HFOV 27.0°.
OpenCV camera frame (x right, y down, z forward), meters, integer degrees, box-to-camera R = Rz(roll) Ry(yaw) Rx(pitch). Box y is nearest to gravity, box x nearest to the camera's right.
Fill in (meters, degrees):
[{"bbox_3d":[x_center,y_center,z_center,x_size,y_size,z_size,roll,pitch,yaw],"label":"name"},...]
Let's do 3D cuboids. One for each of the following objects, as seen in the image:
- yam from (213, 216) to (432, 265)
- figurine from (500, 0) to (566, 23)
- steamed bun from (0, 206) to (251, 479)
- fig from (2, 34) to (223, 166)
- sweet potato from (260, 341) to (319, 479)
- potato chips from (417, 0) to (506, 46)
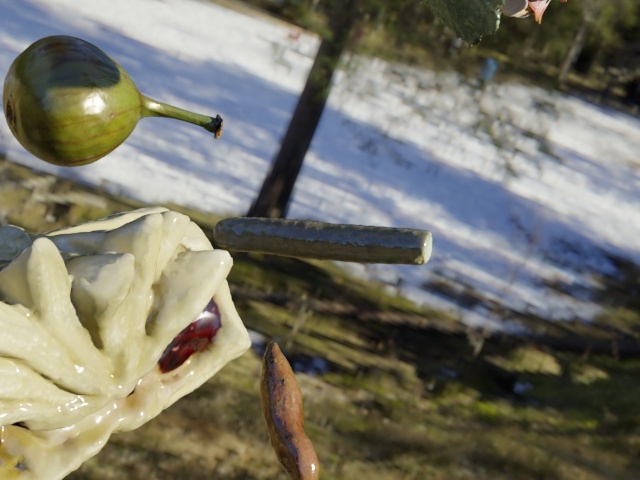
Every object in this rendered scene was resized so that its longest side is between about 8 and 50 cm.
[{"bbox_3d":[0.000,0.000,0.675,0.116,0.021,0.021,3,10,19],"label":"yam"},{"bbox_3d":[0.294,-0.336,1.567,0.111,0.195,0.102,64,17,5],"label":"figurine"},{"bbox_3d":[-0.211,0.083,1.039,0.428,0.247,0.189,-26,30,-36],"label":"steamed bun"},{"bbox_3d":[-0.231,-0.164,1.515,0.259,0.151,0.151,-10,31,-32],"label":"fig"},{"bbox_3d":[-0.040,0.221,1.608,0.058,0.055,0.202,45,27,-65],"label":"sweet potato"},{"bbox_3d":[0.066,-0.274,1.136,0.228,0.059,0.167,36,-18,25],"label":"potato chips"}]
